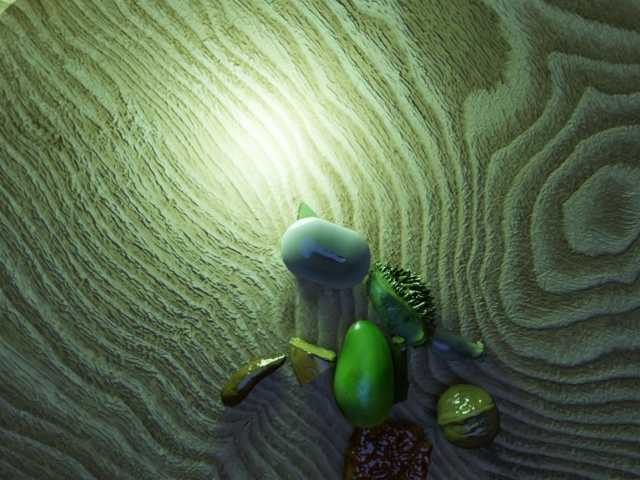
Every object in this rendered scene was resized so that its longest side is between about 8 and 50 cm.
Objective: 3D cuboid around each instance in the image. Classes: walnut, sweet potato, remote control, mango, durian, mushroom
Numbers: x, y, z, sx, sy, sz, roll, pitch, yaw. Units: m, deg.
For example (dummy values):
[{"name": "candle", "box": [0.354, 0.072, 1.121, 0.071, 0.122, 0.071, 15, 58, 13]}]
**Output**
[{"name": "walnut", "box": [0.534, 0.639, 1.601, 0.227, 0.228, 0.228, 0, 91, -2]}, {"name": "sweet potato", "box": [-0.255, 0.502, 1.620, 0.291, 0.097, 0.097, -39, 92, -2]}, {"name": "remote control", "box": [0.021, 0.047, 1.560, 0.331, 0.103, 0.221, 20, 93, -8]}, {"name": "mango", "box": [0.154, 0.478, 1.582, 0.225, 0.201, 0.383, -1, 87, -5]}, {"name": "durian", "box": [0.307, 0.229, 1.616, 0.198, 0.163, 0.394, -22, 114, 37]}, {"name": "mushroom", "box": [0.517, 0.405, 1.651, 0.225, 0.093, 0.116, 20, 69, 2]}]

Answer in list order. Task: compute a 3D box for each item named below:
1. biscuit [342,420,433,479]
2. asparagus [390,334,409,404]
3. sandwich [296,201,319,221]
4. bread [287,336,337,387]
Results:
[{"name": "biscuit", "box": [0.249, 0.823, 1.630, 0.311, 0.110, 0.319, 12, 82, 0]}, {"name": "asparagus", "box": [0.295, 0.490, 1.632, 0.067, 0.060, 0.278, -4, 103, 8]}, {"name": "sandwich", "box": [0.000, 0.000, 1.641, 0.211, 0.063, 0.245, 12, 91, -6]}, {"name": "bread", "box": [-0.026, 0.419, 1.609, 0.159, 0.140, 0.169, -19, 91, 4]}]
